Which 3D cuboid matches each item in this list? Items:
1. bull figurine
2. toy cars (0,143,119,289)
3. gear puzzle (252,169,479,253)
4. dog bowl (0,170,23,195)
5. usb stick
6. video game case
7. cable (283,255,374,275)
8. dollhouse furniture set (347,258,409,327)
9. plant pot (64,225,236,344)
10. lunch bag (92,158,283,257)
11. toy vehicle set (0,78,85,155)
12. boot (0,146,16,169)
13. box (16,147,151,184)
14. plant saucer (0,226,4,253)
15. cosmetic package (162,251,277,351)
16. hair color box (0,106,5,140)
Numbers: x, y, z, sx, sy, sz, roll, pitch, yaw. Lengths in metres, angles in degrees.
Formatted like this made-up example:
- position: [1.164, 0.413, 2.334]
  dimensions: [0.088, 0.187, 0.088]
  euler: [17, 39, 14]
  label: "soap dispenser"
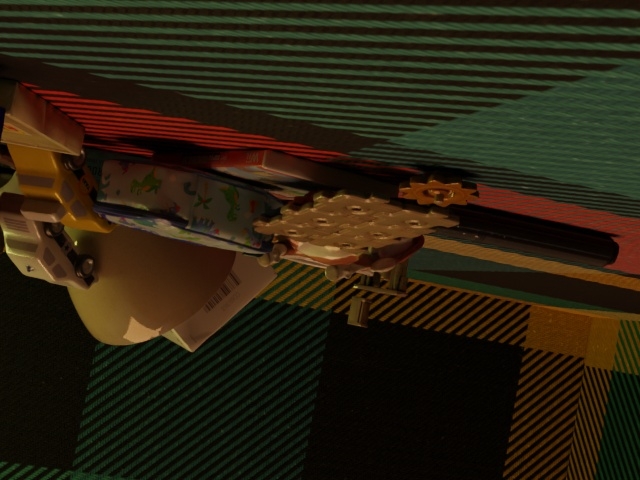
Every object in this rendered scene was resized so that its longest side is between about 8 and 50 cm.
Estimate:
- position: [-0.010, -0.012, 1.616]
  dimensions: [0.310, 0.101, 0.188]
  euler: [4, -165, 21]
  label: "bull figurine"
- position: [-0.377, -0.021, 1.538]
  dimensions: [0.176, 0.087, 0.393]
  euler: [32, 149, -4]
  label: "toy cars"
- position: [0.058, -0.043, 1.307]
  dimensions: [0.176, 0.044, 0.339]
  euler: [13, 165, -27]
  label: "gear puzzle"
- position: [-0.559, -0.075, 2.280]
  dimensions: [0.349, 0.102, 0.349]
  euler: [10, 177, 1]
  label: "dog bowl"
- position: [0.261, -0.008, 1.492]
  dimensions: [0.278, 0.045, 0.077]
  euler: [11, 175, -14]
  label: "usb stick"
- position: [-0.065, -0.082, 1.437]
  dimensions: [0.204, 0.025, 0.285]
  euler: [13, 175, -35]
  label: "video game case"
- position: [0.000, 0.000, 1.994]
  dimensions: [0.257, 0.089, 0.257]
  euler: [9, 176, 35]
  label: "cable"
- position: [0.144, 0.091, 2.228]
  dimensions: [0.101, 0.181, 0.161]
  euler: [8, 175, 23]
  label: "dollhouse furniture set"
- position: [-0.303, -0.001, 1.790]
  dimensions: [0.284, 0.284, 0.191]
  euler: [7, 139, 41]
  label: "plant pot"
- position: [-0.172, -0.044, 1.449]
  dimensions: [0.176, 0.090, 0.219]
  euler: [11, 177, 42]
  label: "lunch bag"
- position: [-0.379, -0.145, 1.246]
  dimensions: [0.166, 0.035, 0.267]
  euler: [10, 176, 3]
  label: "toy vehicle set"
- position: [-0.483, -0.129, 1.796]
  dimensions: [0.106, 0.037, 0.114]
  euler: [6, 170, 21]
  label: "boot"
- position: [-0.302, -0.093, 1.612]
  dimensions: [0.244, 0.060, 0.100]
  euler: [10, 176, 3]
  label: "box"
- position: [-0.786, -0.082, 2.347]
  dimensions: [0.311, 0.050, 0.310]
  euler: [39, -175, -4]
  label: "plant saucer"
- position: [-0.266, 0.054, 2.072]
  dimensions: [0.156, 0.217, 0.385]
  euler: [54, 161, -21]
  label: "cosmetic package"
- position: [-0.456, -0.094, 1.142]
  dimensions: [0.185, 0.110, 0.339]
  euler: [11, 178, -28]
  label: "hair color box"
